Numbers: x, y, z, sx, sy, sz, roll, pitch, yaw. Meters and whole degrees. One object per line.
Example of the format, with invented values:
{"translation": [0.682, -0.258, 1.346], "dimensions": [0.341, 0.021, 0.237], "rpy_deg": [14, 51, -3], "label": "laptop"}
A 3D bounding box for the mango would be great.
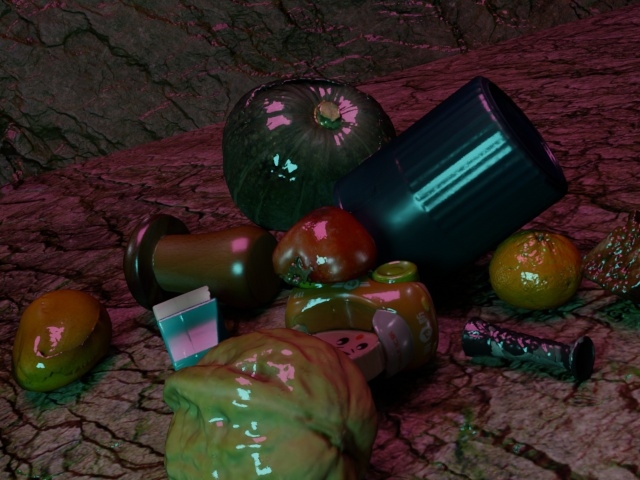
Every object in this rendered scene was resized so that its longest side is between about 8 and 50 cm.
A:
{"translation": [-0.456, 0.175, 1.302], "dimensions": [0.166, 0.136, 0.236], "rpy_deg": [-10, 27, 8], "label": "mango"}

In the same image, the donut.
{"translation": [0.480, 0.034, 1.016], "dimensions": [0.186, 0.144, 0.126], "rpy_deg": [20, 19, -20], "label": "donut"}

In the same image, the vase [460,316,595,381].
{"translation": [0.268, 0.139, 0.968], "dimensions": [0.167, 0.059, 0.059], "rpy_deg": [6, 31, 44], "label": "vase"}

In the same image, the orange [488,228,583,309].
{"translation": [0.319, 0.039, 1.095], "dimensions": [0.135, 0.118, 0.136], "rpy_deg": [7, 22, -3], "label": "orange"}

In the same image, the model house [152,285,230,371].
{"translation": [-0.192, 0.158, 1.162], "dimensions": [0.100, 0.127, 0.149], "rpy_deg": [-21, 19, -11], "label": "model house"}

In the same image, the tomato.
{"translation": [0.000, 0.000, 1.055], "dimensions": [0.159, 0.091, 0.139], "rpy_deg": [2, 21, 44], "label": "tomato"}

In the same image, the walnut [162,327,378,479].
{"translation": [-0.066, 0.209, 0.823], "dimensions": [0.257, 0.257, 0.225], "rpy_deg": [0, 59, 36], "label": "walnut"}

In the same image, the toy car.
{"translation": [0.039, 0.137, 1.008], "dimensions": [0.235, 0.145, 0.235], "rpy_deg": [-12, 19, 4], "label": "toy car"}

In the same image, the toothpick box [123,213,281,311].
{"translation": [-0.229, 0.047, 1.398], "dimensions": [0.294, 0.192, 0.192], "rpy_deg": [2, 27, 25], "label": "toothpick box"}

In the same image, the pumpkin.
{"translation": [-0.017, -0.165, 1.400], "dimensions": [0.327, 0.292, 0.257], "rpy_deg": [-14, -25, -19], "label": "pumpkin"}

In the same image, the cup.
{"translation": [0.227, -0.067, 1.180], "dimensions": [0.292, 0.308, 0.242], "rpy_deg": [-39, 27, 26], "label": "cup"}
